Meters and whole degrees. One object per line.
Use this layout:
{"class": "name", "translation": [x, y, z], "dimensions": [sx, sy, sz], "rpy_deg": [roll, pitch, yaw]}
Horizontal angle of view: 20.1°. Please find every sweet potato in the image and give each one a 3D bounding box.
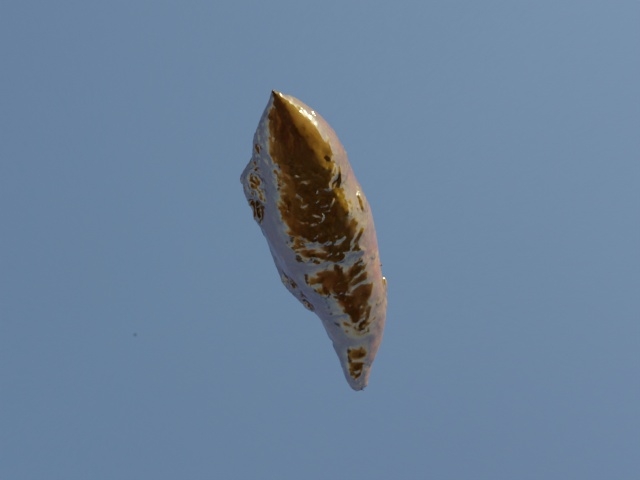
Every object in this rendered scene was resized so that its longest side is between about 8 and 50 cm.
{"class": "sweet potato", "translation": [0.000, 0.000, 0.969], "dimensions": [0.068, 0.060, 0.206], "rpy_deg": [2, -52, 30]}
